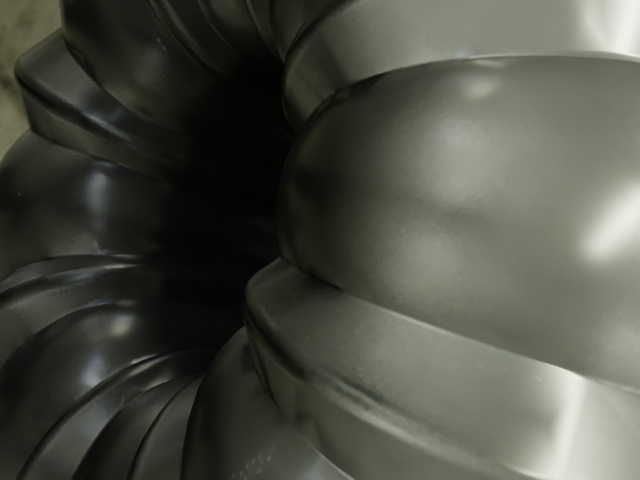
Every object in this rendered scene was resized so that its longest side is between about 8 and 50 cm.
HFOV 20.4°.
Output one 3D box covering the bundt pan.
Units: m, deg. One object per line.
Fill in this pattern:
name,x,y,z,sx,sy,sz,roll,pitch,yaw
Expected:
bundt pan,0.000,0.000,0.486,0.124,0.331,0.331,13,59,-31
